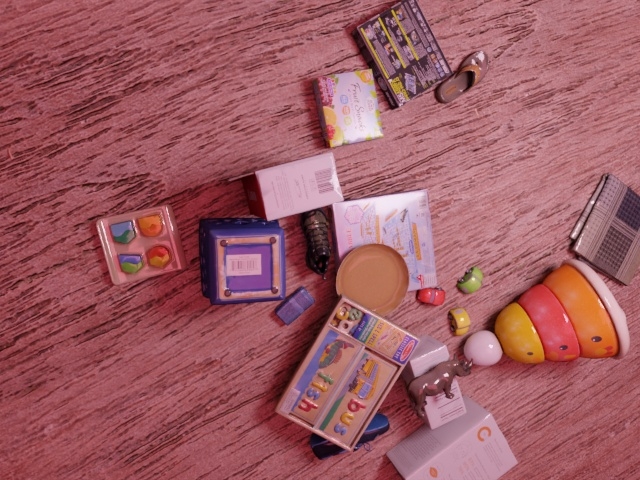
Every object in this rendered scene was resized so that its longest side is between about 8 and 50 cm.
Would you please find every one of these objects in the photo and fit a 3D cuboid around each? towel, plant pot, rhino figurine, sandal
[{"bbox_3d":[-0.079,0.202,1.548,0.119,0.029,0.067,-41,104,-9],"label":"towel"},{"bbox_3d":[-0.214,0.059,1.403,0.236,0.212,0.235,-2,97,-15],"label":"plant pot"},{"bbox_3d":[1.071,-0.033,1.832,0.312,0.056,0.324,29,85,-19],"label":"towel"},{"bbox_3d":[0.368,0.423,1.523,0.243,0.073,0.106,-29,104,-12],"label":"rhino figurine"},{"bbox_3d":[0.157,0.122,1.534,0.237,0.032,0.236,-2,96,-14],"label":"plant pot"},{"bbox_3d":[0.463,-0.522,1.607,0.219,0.060,0.090,-38,104,-8],"label":"sandal"}]

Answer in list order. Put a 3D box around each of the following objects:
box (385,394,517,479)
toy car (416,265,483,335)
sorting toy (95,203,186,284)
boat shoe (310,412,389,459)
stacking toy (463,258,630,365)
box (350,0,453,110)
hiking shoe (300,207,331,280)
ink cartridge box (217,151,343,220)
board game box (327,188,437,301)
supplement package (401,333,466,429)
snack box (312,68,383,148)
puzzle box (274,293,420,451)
[{"bbox_3d":[0.431,0.719,1.664,0.345,0.168,0.214,-32,102,-9],"label":"box"},{"bbox_3d":[0.468,0.180,1.680,0.239,0.053,0.225,44,84,-15],"label":"toy car"},{"bbox_3d":[-0.500,0.012,1.411,0.209,0.038,0.192,-14,99,-14],"label":"sorting toy"},{"bbox_3d":[0.098,0.627,1.613,0.259,0.109,0.088,-15,107,3],"label":"boat shoe"},{"bbox_3d":[0.710,0.301,1.673,0.480,0.350,0.350,-24,102,7],"label":"stacking toy"},{"bbox_3d":[0.253,-0.575,1.546,0.216,0.060,0.270,-34,103,-9],"label":"box"},{"bbox_3d":[0.000,0.000,1.486,0.086,0.114,0.226,-14,115,-17],"label":"hiking shoe"},{"bbox_3d":[-0.121,-0.137,1.358,0.272,0.309,0.129,-16,99,-13],"label":"ink cartridge box"},{"bbox_3d":[0.197,0.014,1.584,0.318,0.066,0.318,-9,98,-14],"label":"board game box"},{"bbox_3d":[0.353,0.454,1.631,0.134,0.139,0.243,-21,99,-12],"label":"supplement package"},{"bbox_3d":[0.083,-0.394,1.512,0.175,0.070,0.206,-12,99,-13],"label":"snack box"},{"bbox_3d":[0.078,0.398,1.501,0.272,0.052,0.408,29,96,-5],"label":"puzzle box"}]
